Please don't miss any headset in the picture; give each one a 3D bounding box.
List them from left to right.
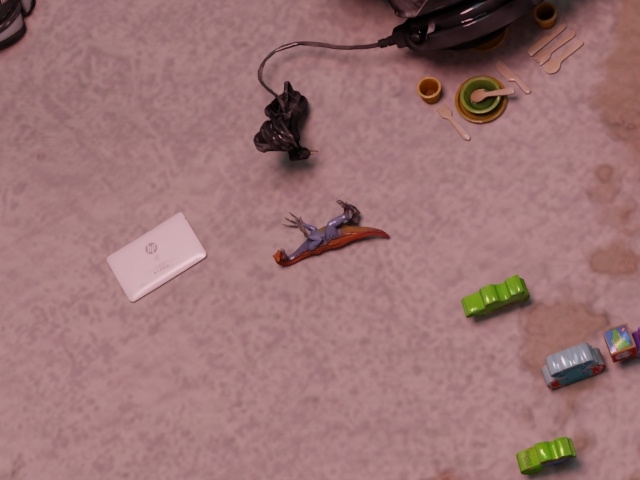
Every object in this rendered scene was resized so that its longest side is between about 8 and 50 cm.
[{"bbox_3d":[0.071,-0.245,1.501,0.243,0.185,0.394,36,115,-9],"label":"headset"}]

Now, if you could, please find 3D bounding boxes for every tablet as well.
[{"bbox_3d":[-0.152,0.015,1.578,0.083,0.006,0.054,-32,66,-2],"label":"tablet"}]

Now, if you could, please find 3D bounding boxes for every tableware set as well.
[{"bbox_3d":[0.157,-0.173,1.575,0.154,0.024,0.104,-39,66,-4],"label":"tableware set"}]

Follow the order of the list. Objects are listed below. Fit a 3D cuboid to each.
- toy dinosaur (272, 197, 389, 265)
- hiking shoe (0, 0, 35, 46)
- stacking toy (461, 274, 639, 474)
[{"bbox_3d":[0.000,0.000,1.535,0.090,0.047,0.082,38,99,12],"label":"toy dinosaur"},{"bbox_3d":[-0.323,-0.345,1.688,0.113,0.132,0.304,-2,68,11],"label":"hiking shoe"},{"bbox_3d":[0.248,0.092,1.441,0.221,0.052,0.167,-19,64,7],"label":"stacking toy"}]
